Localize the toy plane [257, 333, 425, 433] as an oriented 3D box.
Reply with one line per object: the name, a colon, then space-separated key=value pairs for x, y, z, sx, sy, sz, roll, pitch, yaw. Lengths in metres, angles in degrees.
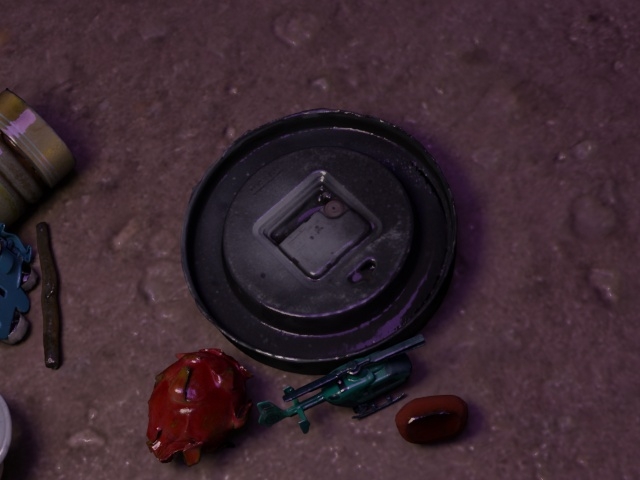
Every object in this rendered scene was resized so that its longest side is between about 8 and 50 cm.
toy plane: x=0.030 y=0.189 z=1.638 sx=0.235 sy=0.096 sz=0.060 roll=-24 pitch=61 yaw=-4

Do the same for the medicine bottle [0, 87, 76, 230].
medicine bottle: x=-0.520 y=-0.056 z=1.836 sx=0.151 sy=0.151 sz=0.322 roll=39 pitch=76 yaw=25

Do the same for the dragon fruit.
dragon fruit: x=-0.161 y=0.212 z=1.645 sx=0.136 sy=0.133 sz=0.166 roll=37 pitch=74 yaw=17

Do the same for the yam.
yam: x=-0.387 y=0.072 z=1.815 sx=0.027 sy=0.029 sz=0.234 roll=-13 pitch=61 yaw=3

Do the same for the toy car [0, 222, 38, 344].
toy car: x=-0.476 y=0.063 z=1.793 sx=0.098 sy=0.126 sz=0.161 roll=-10 pitch=55 yaw=25

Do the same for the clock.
clock: x=0.000 y=0.000 z=1.753 sx=0.386 sy=0.076 sz=0.386 roll=-4 pitch=63 yaw=8

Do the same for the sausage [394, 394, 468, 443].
sausage: x=0.142 y=0.226 z=1.622 sx=0.094 sy=0.059 sz=0.054 roll=-12 pitch=19 yaw=5

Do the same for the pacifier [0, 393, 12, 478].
pacifier: x=-0.526 y=0.294 z=1.625 sx=0.238 sy=0.226 sz=0.287 roll=4 pitch=62 yaw=34
